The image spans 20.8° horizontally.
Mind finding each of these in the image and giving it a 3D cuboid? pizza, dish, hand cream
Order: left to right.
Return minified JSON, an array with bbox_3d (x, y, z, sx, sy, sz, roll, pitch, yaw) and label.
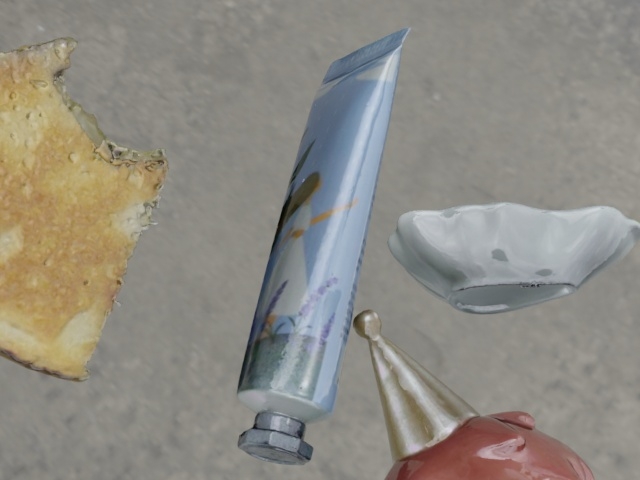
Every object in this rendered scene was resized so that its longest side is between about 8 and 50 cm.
[{"bbox_3d":[-0.247,-0.045,1.376,0.223,0.089,0.323,-45,121,-12],"label":"pizza"},{"bbox_3d":[0.000,0.000,1.048,0.058,0.091,0.271,22,68,-25],"label":"hand cream"},{"bbox_3d":[0.105,0.015,0.935,0.091,0.137,0.039,56,33,-59],"label":"dish"}]

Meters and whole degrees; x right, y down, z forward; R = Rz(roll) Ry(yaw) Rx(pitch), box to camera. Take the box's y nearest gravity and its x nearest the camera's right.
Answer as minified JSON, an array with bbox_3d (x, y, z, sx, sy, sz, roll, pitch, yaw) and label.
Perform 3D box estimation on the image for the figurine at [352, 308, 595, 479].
[{"bbox_3d":[0.134,0.205,1.016,0.166,0.387,0.207,-30,159,-8],"label":"figurine"}]
